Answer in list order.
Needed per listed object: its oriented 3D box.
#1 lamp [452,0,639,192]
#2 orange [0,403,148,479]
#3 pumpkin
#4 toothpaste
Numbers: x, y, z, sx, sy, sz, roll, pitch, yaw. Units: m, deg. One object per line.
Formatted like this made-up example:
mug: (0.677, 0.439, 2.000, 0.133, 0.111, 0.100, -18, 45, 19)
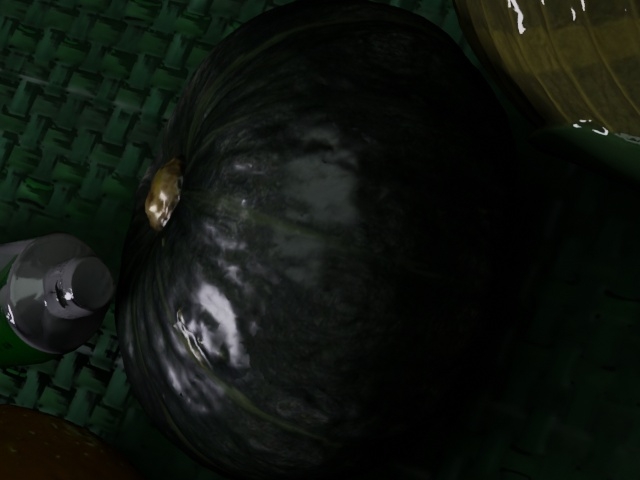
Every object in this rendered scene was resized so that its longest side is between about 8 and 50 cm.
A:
lamp: (0.156, -0.138, 0.713, 0.250, 0.250, 0.284, -60, 23, -6)
orange: (-0.153, 0.185, 0.756, 0.179, 0.158, 0.237, 20, 78, 11)
pumpkin: (-0.001, 0.001, 0.753, 0.152, 0.211, 0.212, 26, 80, -16)
toothpaste: (-0.158, 0.030, 0.822, 0.248, 0.047, 0.078, -11, 63, 56)
